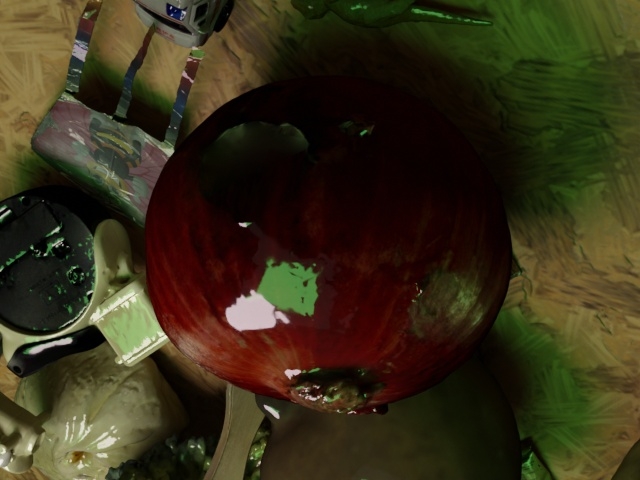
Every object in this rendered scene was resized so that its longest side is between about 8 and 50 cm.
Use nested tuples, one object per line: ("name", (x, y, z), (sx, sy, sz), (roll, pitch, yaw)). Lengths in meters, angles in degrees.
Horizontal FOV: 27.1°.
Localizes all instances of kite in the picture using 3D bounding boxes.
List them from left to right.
("kite", (-0.214, -0.121, 1.383), (0.204, 0.022, 0.360), (31, 148, 3))

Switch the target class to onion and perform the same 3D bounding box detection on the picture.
("onion", (0.005, -0.007, 1.211), (0.341, 0.341, 0.341), (15, 134, 16))

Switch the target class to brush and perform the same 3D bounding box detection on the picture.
("brush", (-0.093, 0.187, 1.481), (0.070, 0.327, 0.065), (18, 177, -33))

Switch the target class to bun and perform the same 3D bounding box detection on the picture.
("bun", (-0.293, 0.234, 1.703), (0.244, 0.153, 0.244), (15, 130, 19))

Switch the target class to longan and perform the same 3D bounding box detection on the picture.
("longan", (0.067, 0.228, 1.428), (0.300, 0.243, 0.300), (1, 95, 7))

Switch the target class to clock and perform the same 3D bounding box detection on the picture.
("clock", (-0.362, 0.111, 1.547), (0.379, 0.120, 0.276), (-37, 90, 20))

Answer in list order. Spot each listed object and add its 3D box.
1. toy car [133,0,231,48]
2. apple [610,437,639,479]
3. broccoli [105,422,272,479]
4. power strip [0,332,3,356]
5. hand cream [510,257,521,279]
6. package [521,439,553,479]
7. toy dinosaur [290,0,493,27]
("toy car", (-0.127, -0.251, 1.206), (0.089, 0.108, 0.209), (28, 136, 4))
("apple", (0.413, 0.341, 1.275), (0.357, 0.357, 0.357), (15, 134, 16))
("broccoli", (-0.117, 0.389, 1.606), (0.348, 0.281, 0.293), (-11, 141, -16))
("power strip", (-0.454, 0.143, 1.749), (0.062, 0.091, 0.385), (38, 136, -3))
("hand cream", (0.124, 0.058, 1.341), (0.062, 0.163, 0.039), (56, 173, -19))
("package", (0.228, 0.289, 1.550), (0.108, 0.031, 0.120), (-18, 113, 38))
("toy dinosaur", (0.059, -0.206, 1.203), (0.162, 0.039, 0.126), (33, 146, -9))
